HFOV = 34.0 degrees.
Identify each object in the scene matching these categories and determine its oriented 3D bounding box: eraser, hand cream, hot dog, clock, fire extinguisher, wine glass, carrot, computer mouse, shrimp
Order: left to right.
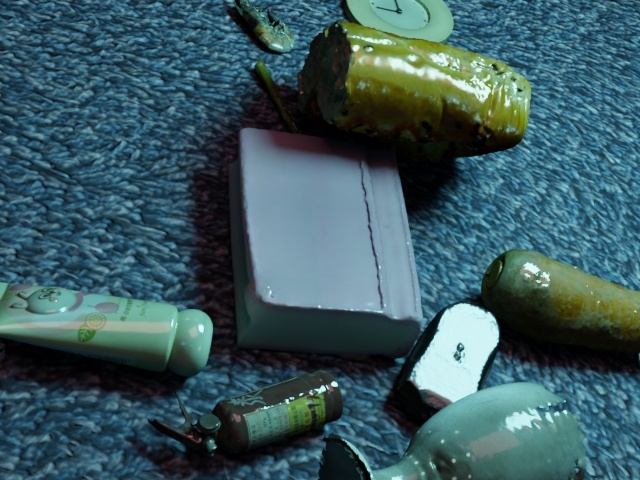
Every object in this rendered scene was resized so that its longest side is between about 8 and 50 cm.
[{"bbox_3d":[-0.301,0.117,1.414,0.306,0.093,0.147,10,22,-8],"label":"hand cream"},{"bbox_3d":[-0.101,0.234,1.403,0.252,0.075,0.106,-14,28,-29],"label":"fire extinguisher"},{"bbox_3d":[-0.109,-0.418,2.014,0.091,0.034,0.161,-20,65,-48],"label":"shrimp"},{"bbox_3d":[0.000,0.000,1.612,0.272,0.122,0.359,8,47,-15],"label":"eraser"},{"bbox_3d":[0.162,-0.470,2.170,0.235,0.029,0.235,10,48,-11],"label":"clock"},{"bbox_3d":[0.163,-0.231,1.765,0.366,0.196,0.367,8,3,-11],"label":"hot dog"},{"bbox_3d":[0.191,0.185,1.553,0.122,0.073,0.217,28,52,7],"label":"computer mouse"},{"bbox_3d":[0.174,0.299,1.364,0.357,0.190,0.190,-7,53,-28],"label":"wine glass"},{"bbox_3d":[0.404,0.106,1.669,0.302,0.138,0.138,15,46,-8],"label":"carrot"}]

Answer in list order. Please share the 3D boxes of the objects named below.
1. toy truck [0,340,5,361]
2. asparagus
[{"bbox_3d":[-0.449,0.125,1.373,0.083,0.044,0.039,43,51,18],"label":"toy truck"},{"bbox_3d":[-0.065,-0.229,1.860,0.025,0.024,0.248,-12,56,-22],"label":"asparagus"}]
